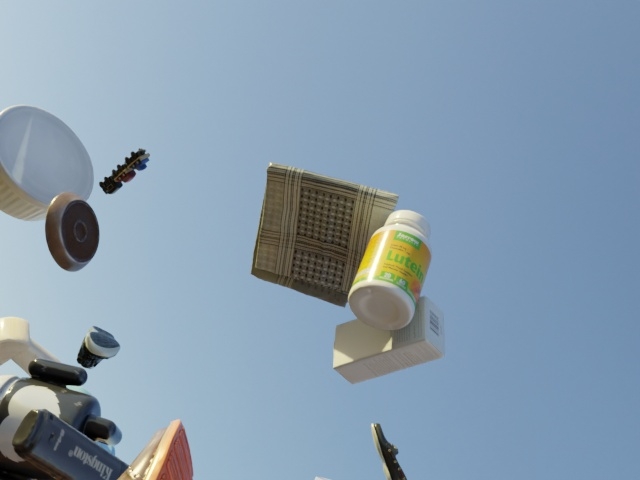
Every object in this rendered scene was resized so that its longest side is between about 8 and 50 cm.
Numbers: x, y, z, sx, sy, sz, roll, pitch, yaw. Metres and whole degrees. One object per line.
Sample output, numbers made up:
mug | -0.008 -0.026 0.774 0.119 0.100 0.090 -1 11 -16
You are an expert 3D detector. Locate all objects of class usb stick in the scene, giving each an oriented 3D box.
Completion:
usb stick | -0.356 0.343 1.326 0.045 0.077 0.278 4 -33 34

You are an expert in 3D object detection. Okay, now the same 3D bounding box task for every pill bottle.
pill bottle | 0.154 0.054 1.813 0.137 0.245 0.136 13 -43 12

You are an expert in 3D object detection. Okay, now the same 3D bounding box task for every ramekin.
ramekin | -0.674 -0.169 2.027 0.127 0.273 0.272 -28 -94 30

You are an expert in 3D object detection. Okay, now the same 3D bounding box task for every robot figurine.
robot figurine | -0.506 0.342 1.574 0.278 0.209 0.173 15 -62 3

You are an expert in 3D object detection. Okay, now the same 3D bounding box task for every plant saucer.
plant saucer | -0.511 -0.019 1.823 0.029 0.168 0.168 -5 -69 22

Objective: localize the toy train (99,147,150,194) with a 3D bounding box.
toy train | -0.351 -0.121 1.569 0.158 0.027 0.036 -31 -88 45

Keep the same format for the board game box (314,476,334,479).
board game box | 0.153 0.368 1.075 0.318 0.319 0.065 112 -8 -77

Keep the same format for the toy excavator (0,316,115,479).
toy excavator | -0.645 0.397 2.043 0.445 0.433 0.222 -55 -146 21

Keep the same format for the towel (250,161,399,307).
towel | 0.000 0.000 2.000 0.312 0.056 0.324 15 -57 7

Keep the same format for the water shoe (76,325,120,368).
water shoe | -0.461 0.232 1.801 0.073 0.080 0.203 27 -5 -12

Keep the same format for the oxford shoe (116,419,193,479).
oxford shoe | -0.245 0.336 1.084 0.363 0.133 0.129 -71 153 -72

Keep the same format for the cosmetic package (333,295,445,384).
cosmetic package | 0.144 0.214 1.859 0.231 0.117 0.085 -22 -48 29

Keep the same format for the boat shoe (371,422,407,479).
boat shoe | 0.135 0.426 1.742 0.049 0.042 0.133 90 -20 -71
